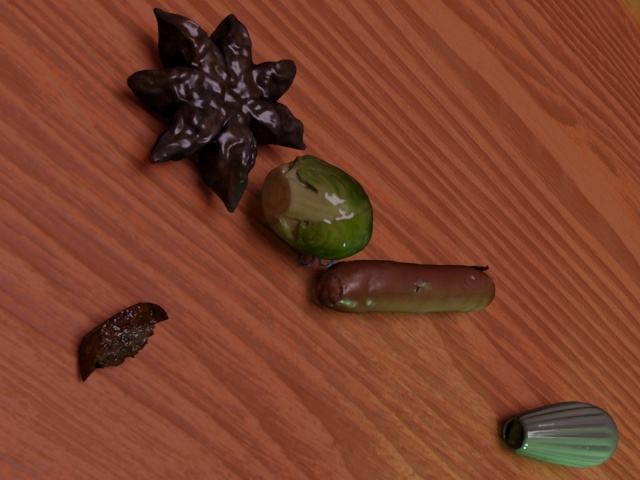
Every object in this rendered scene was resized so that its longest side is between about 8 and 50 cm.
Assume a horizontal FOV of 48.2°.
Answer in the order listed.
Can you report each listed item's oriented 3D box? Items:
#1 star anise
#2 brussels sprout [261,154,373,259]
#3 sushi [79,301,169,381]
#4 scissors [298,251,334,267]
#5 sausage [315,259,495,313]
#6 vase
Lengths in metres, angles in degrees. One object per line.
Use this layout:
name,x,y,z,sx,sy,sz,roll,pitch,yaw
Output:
star anise,-0.138,-0.188,1.042,0.315,0.108,0.315,18,61,-36
brussels sprout,0.001,-0.047,1.072,0.181,0.144,0.161,0,67,-51
sushi,-0.245,0.121,0.874,0.055,0.052,0.120,52,44,5
scissors,0.000,0.000,1.155,0.119,0.058,0.014,-78,165,-45
sausage,0.160,0.080,1.228,0.419,0.094,0.094,5,51,-41
vase,0.458,0.373,1.381,0.248,0.128,0.128,9,69,-31
